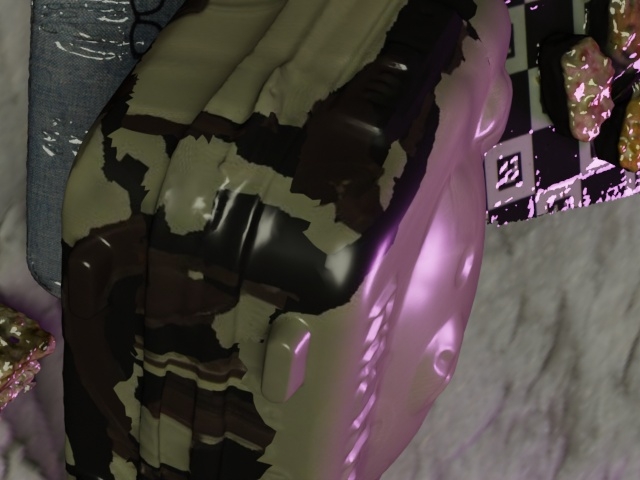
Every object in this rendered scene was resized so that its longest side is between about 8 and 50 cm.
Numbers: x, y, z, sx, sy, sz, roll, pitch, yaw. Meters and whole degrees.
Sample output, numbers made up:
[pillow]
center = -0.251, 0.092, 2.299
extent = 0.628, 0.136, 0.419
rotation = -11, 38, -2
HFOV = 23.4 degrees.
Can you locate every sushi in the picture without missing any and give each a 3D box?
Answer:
[sushi]
center = 0.189, -0.107, 0.953
extent = 0.210, 0.040, 0.193
rotation = -9, 108, -35

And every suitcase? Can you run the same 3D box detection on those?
[suitcase]
center = 0.000, 0.000, 0.864
extent = 0.194, 0.339, 0.351
rotation = 20, 136, 10

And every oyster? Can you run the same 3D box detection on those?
[oyster]
center = -0.254, 0.098, 1.010
extent = 0.177, 0.056, 0.105
rotation = -16, 99, 3

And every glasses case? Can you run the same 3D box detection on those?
[glasses case]
center = -0.123, -0.076, 0.935
extent = 0.109, 0.067, 0.282
rotation = 5, 124, -6
